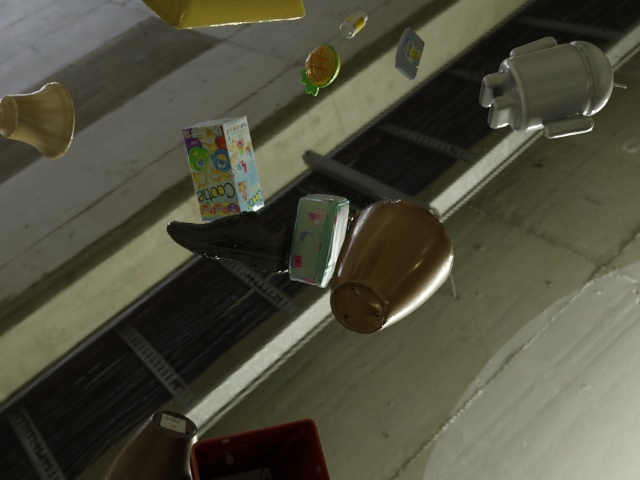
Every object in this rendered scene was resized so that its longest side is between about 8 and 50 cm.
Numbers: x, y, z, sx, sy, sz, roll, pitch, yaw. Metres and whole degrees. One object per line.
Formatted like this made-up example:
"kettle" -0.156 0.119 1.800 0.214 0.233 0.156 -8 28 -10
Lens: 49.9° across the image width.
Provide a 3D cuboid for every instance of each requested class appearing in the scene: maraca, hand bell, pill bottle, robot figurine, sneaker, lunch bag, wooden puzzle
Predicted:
"maraca" -0.004 -0.556 2.240 0.099 0.186 0.127 -7 -115 -41
"hand bell" -0.514 -0.191 1.034 0.126 0.126 0.242 19 -166 39
"pill bottle" 0.089 -0.566 1.793 0.043 0.043 0.083 13 -132 35
"robot figurine" 0.601 -0.401 1.794 0.354 0.200 0.299 -14 -110 1
"sneaker" -0.198 -0.013 1.540 0.286 0.109 0.130 14 -92 -5
"lunch bag" 0.000 0.000 1.698 0.108 0.224 0.279 9 -174 8
"wooden puzzle" 0.122 -0.061 2.051 0.083 0.049 0.006 22 -167 33

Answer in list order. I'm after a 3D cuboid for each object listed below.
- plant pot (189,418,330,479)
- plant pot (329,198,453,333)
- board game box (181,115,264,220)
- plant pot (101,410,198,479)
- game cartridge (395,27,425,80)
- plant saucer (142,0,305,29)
"plant pot" -0.136 0.554 1.432 0.267 0.235 0.267 -5 -117 -24
"plant pot" 0.123 0.075 1.396 0.237 0.237 0.254 1 -153 26
"board game box" -0.282 -0.209 2.005 0.142 0.275 0.144 -2 -162 25
"plant pot" -0.365 0.504 1.527 0.215 0.215 0.230 33 -77 45
"game cartridge" 0.161 -0.340 1.246 0.017 0.056 0.083 -1 -112 49
"plant saucer" -0.224 -0.518 1.242 0.333 0.081 0.333 45 -139 19
